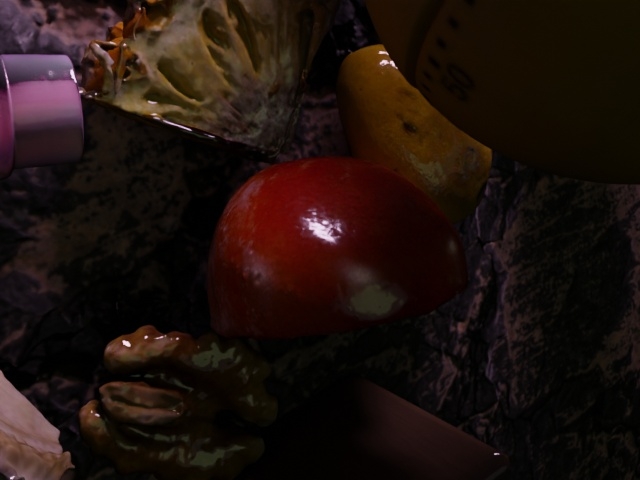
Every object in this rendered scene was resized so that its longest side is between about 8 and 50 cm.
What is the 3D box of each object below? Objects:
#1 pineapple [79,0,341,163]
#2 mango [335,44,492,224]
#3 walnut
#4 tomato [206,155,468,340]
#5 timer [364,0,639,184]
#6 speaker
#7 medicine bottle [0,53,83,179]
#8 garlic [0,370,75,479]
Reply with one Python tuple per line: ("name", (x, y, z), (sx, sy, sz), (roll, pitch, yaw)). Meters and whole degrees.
("pineapple", (-0.083, -0.151, 0.616), (0.236, 0.114, 0.186), (-34, 113, -10))
("mango", (0.087, -0.100, 0.712), (0.137, 0.098, 0.195), (-45, 111, -12))
("walnut", (-0.121, 0.140, 0.648), (0.170, 0.069, 0.142), (24, 87, -28))
("tomato", (0.000, 0.000, 0.609), (0.201, 0.233, 0.139), (-14, 91, -23))
("timer", (0.164, -0.236, 0.433), (0.376, 0.376, 0.387), (-30, 77, -22))
("speaker", (0.052, 0.250, 0.667), (0.193, 0.231, 0.153), (-27, 110, -23))
("medicine bottle", (-0.265, -0.084, 0.503), (0.188, 0.119, 0.094), (-9, 98, -27))
("garlic", (-0.319, 0.134, 0.471), (0.292, 0.210, 0.237), (-24, 133, 0))
